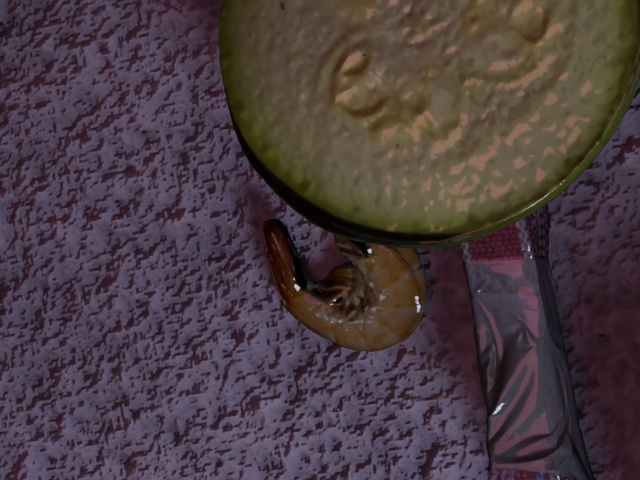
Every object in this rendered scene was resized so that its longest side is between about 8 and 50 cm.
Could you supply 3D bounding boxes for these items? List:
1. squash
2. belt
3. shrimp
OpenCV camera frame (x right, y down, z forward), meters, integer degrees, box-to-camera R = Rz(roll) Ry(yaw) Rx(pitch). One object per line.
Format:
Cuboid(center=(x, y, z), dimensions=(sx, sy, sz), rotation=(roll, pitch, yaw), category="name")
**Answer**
Cuboid(center=(0.062, -0.116, 0.888), dimensions=(0.252, 0.049, 0.252), rotation=(-2, 84, 19), category="squash")
Cuboid(center=(0.118, 0.061, 0.915), dimensions=(0.053, 0.071, 0.232), rotation=(-9, 95, 23), category="belt")
Cuboid(center=(0.003, -0.002, 0.967), dimensions=(0.095, 0.045, 0.162), rotation=(-32, 93, 40), category="shrimp")
